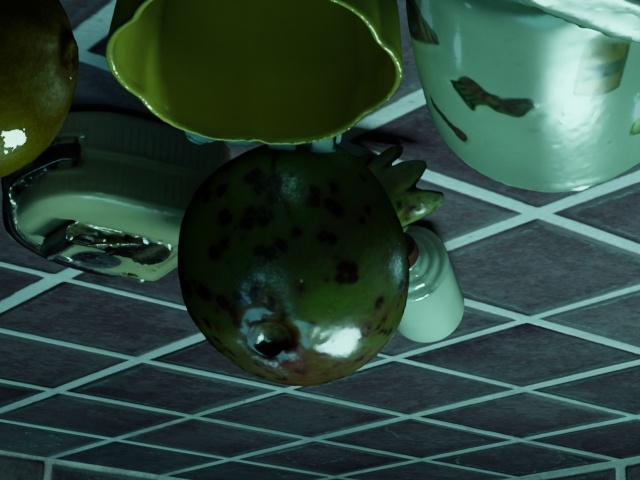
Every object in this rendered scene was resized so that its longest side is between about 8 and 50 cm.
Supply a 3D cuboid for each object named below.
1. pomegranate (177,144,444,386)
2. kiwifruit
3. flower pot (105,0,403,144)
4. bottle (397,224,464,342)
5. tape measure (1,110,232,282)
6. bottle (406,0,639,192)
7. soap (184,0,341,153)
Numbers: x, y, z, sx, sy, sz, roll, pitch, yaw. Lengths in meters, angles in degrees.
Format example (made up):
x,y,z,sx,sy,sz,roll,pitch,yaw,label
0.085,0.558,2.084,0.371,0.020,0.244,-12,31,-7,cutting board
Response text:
x,y,z,sx,sy,sz,roll,pitch,yaw,label
-0.004,-0.011,1.322,0.242,0.306,0.242,24,152,14,pomegranate
-0.307,-0.139,1.073,0.234,0.196,0.196,-7,159,4,kiwifruit
-0.038,-0.187,0.920,0.195,0.179,0.195,3,153,2,flower pot
0.116,0.048,1.677,0.104,0.104,0.245,-3,160,13,bottle
-0.241,-0.033,1.452,0.231,0.133,0.271,11,161,-25,tape measure
0.157,-0.196,0.872,0.229,0.229,0.352,-2,156,10,bottle
-0.055,-0.164,1.139,0.150,0.094,0.261,6,161,4,soap
